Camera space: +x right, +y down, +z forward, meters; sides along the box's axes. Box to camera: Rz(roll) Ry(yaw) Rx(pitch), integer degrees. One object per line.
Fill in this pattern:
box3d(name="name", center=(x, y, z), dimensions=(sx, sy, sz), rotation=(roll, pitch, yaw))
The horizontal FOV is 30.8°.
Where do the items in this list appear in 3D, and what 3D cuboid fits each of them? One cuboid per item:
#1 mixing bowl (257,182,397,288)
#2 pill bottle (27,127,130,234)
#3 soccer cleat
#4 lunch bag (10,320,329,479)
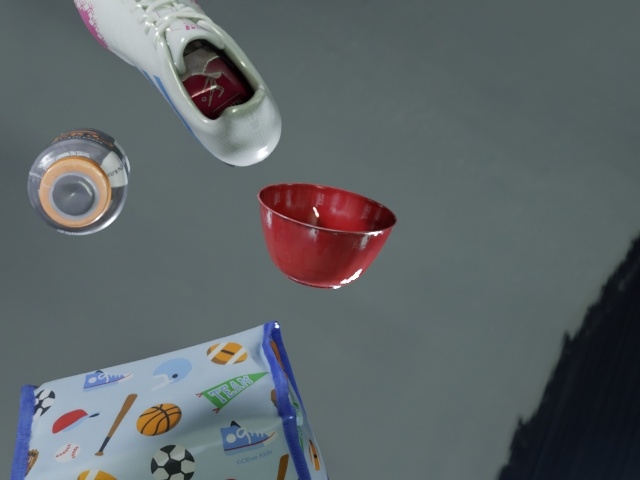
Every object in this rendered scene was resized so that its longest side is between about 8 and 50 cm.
box3d(name="mixing bowl", center=(0.000, 0.000, 1.494), dimensions=(0.181, 0.181, 0.098), rotation=(18, 110, 16))
box3d(name="pill bottle", center=(-0.324, -0.079, 1.567), dimensions=(0.130, 0.130, 0.245), rotation=(31, -176, -12))
box3d(name="soccer cleat", center=(-0.157, -0.223, 1.261), dimensions=(0.331, 0.116, 0.143), rotation=(46, 166, 17))
box3d(name="lunch bag", center=(-0.149, 0.322, 1.389), dimensions=(0.328, 0.239, 0.385), rotation=(-15, 122, 2))
